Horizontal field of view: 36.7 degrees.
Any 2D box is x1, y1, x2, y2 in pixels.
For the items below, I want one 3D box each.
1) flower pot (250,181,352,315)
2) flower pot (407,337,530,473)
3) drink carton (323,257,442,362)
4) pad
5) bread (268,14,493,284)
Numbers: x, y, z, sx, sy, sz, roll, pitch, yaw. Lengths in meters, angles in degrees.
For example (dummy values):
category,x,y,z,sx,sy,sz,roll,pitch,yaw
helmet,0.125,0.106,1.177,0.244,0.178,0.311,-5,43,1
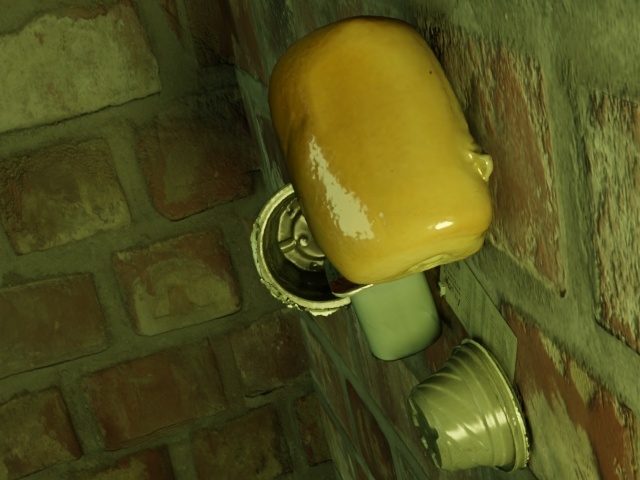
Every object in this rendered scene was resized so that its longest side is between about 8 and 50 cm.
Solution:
category,x,y,z,sx,sy,sz,roll,pitch,yaw
flower pot,0.000,0.000,2.020,0.259,0.291,0.290,-115,8,-85
flower pot,0.230,0.289,1.582,0.235,0.141,0.235,160,90,-81
drink carton,0.130,0.095,1.733,0.189,0.186,0.191,63,-178,-26
pad,0.250,0.118,1.572,0.159,0.009,0.265,84,163,-44
bread,0.074,-0.128,1.430,0.348,0.253,0.375,117,136,-79
